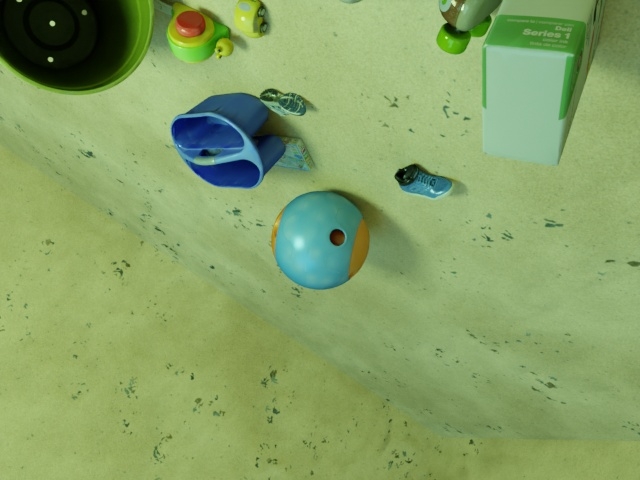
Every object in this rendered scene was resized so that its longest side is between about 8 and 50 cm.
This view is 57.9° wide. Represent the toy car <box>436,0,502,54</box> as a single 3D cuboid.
[{"bbox_3d":[0.197,-0.421,0.911,0.188,0.149,0.155,38,144,13],"label":"toy car"}]

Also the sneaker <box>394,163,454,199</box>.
[{"bbox_3d":[0.249,-0.147,1.421,0.152,0.058,0.084,13,158,46],"label":"sneaker"}]

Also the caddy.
[{"bbox_3d":[-0.267,-0.264,1.597,0.341,0.179,0.241,7,135,41],"label":"caddy"}]

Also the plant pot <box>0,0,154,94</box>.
[{"bbox_3d":[-0.623,-0.531,1.373,0.366,0.366,0.353,47,167,-30],"label":"plant pot"}]

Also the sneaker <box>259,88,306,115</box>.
[{"bbox_3d":[-0.088,-0.341,1.464,0.135,0.052,0.058,27,165,26],"label":"sneaker"}]

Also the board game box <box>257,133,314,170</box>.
[{"bbox_3d":[-0.103,-0.252,1.655,0.154,0.026,0.103,13,149,34],"label":"board game box"}]

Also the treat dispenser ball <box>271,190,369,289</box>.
[{"bbox_3d":[0.000,0.000,1.692,0.288,0.288,0.288,25,154,13],"label":"treat dispenser ball"}]

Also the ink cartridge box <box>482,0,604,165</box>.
[{"bbox_3d":[0.329,-0.282,0.838,0.117,0.278,0.201,15,150,25],"label":"ink cartridge box"}]

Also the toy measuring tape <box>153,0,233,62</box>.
[{"bbox_3d":[-0.358,-0.506,1.378,0.330,0.121,0.121,27,154,10],"label":"toy measuring tape"}]

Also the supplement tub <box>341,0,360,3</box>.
[{"bbox_3d":[0.014,-0.516,0.769,0.325,0.235,0.235,49,153,-4],"label":"supplement tub"}]

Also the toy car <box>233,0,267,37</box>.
[{"bbox_3d":[-0.147,-0.522,1.186,0.224,0.053,0.239,4,144,44],"label":"toy car"}]
